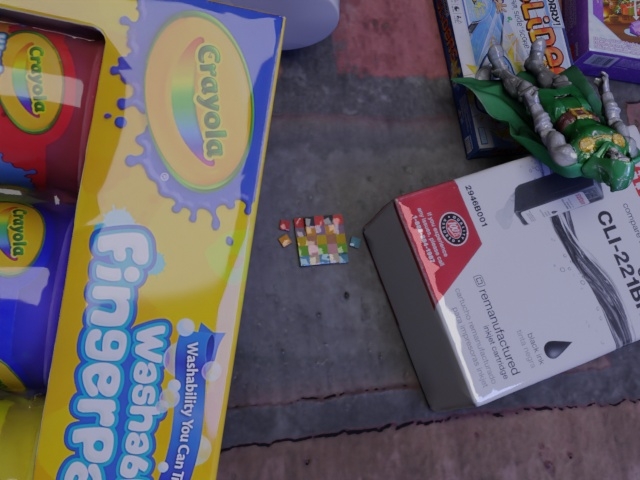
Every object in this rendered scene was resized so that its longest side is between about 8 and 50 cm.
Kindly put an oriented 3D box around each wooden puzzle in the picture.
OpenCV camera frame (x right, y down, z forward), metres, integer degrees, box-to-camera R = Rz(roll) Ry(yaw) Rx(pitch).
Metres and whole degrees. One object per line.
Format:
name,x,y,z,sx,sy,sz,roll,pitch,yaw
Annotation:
wooden puzzle,0.000,0.000,0.748,0.083,0.006,0.049,-5,77,-14

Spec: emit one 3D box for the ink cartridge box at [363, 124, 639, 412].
ink cartridge box,0.209,0.025,0.733,0.273,0.114,0.197,-18,80,-17

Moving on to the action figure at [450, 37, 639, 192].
action figure,0.226,-0.117,0.700,0.137,0.063,0.232,-12,40,-7

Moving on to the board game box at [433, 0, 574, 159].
board game box,0.208,-0.194,0.830,0.136,0.035,0.201,-7,78,-15

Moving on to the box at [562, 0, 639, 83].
box,0.430,-0.278,0.892,0.293,0.057,0.201,7,75,-11

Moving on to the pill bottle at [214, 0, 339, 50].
pill bottle,-0.043,-0.360,0.737,0.181,0.181,0.323,3,76,-12

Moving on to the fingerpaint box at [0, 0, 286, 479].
fingerpaint box,-0.245,0.032,0.551,0.371,0.163,0.444,10,88,-11
